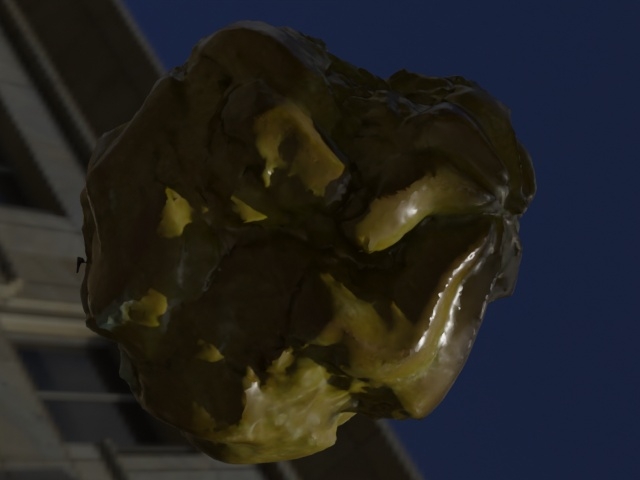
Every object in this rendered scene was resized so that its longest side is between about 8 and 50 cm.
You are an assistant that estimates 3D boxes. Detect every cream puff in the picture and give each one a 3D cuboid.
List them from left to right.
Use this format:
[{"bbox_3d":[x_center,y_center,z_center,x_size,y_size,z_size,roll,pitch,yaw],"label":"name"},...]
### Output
[{"bbox_3d":[0.001,-0.001,0.615,0.156,0.156,0.121,-34,-137,27],"label":"cream puff"}]
